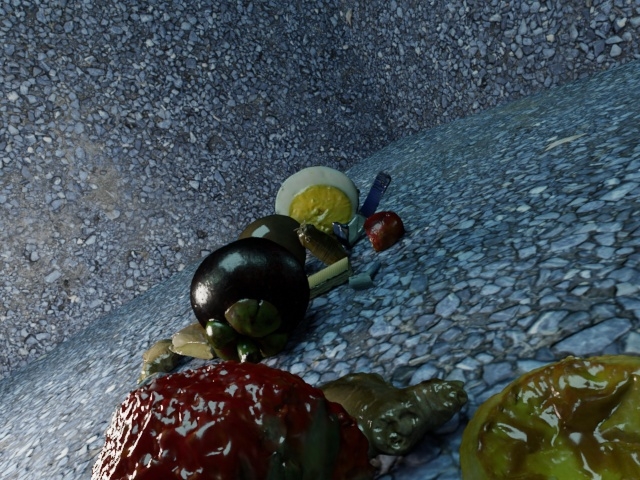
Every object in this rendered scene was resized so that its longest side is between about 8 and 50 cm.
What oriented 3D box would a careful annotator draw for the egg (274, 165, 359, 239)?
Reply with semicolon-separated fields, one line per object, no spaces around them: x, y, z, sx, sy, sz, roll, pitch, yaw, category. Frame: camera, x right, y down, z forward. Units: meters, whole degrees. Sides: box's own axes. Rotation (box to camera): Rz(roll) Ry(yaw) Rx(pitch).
-0.018;-0.112;1.710;0.336;0.337;0.201;-32;-15;-15;egg

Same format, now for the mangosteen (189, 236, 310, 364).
-0.162;0.144;1.063;0.300;0.301;0.300;-26;14;7;mangosteen

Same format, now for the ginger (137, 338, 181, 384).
-0.474;0.353;1.292;0.137;0.074;0.213;-35;10;-9;ginger

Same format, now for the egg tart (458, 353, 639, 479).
0.244;0.199;0.376;0.240;0.106;0.241;-29;12;7;egg tart

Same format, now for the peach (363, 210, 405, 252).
0.191;-0.036;1.365;0.127;0.093;0.172;-15;16;34;peach

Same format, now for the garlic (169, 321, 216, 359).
-0.344;0.281;1.232;0.195;0.087;0.101;-1;22;34;garlic

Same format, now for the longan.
-0.160;0.034;1.471;0.257;0.258;0.258;-26;14;7;longan

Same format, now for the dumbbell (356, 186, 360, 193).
-0.008;-0.137;1.939;0.405;0.179;0.179;-26;14;9;dumbbell

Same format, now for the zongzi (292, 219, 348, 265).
0.000;0.000;1.433;0.084;0.187;0.184;-49;9;10;zongzi

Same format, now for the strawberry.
-0.138;0.269;0.482;0.351;0.268;0.312;11;42;41;strawberry

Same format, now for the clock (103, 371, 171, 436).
-0.429;0.393;1.038;0.117;0.080;0.176;-21;17;29;clock

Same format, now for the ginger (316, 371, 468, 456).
0.057;0.248;0.634;0.166;0.080;0.333;-20;-2;-43;ginger

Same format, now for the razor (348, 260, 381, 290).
0.135;0.087;1.163;0.068;0.040;0.135;-18;10;35;razor

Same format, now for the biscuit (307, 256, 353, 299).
0.002;0.121;1.274;0.199;0.041;0.121;-28;16;9;biscuit

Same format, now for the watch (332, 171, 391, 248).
0.110;-0.056;1.408;0.276;0.068;0.275;-47;-10;-31;watch
